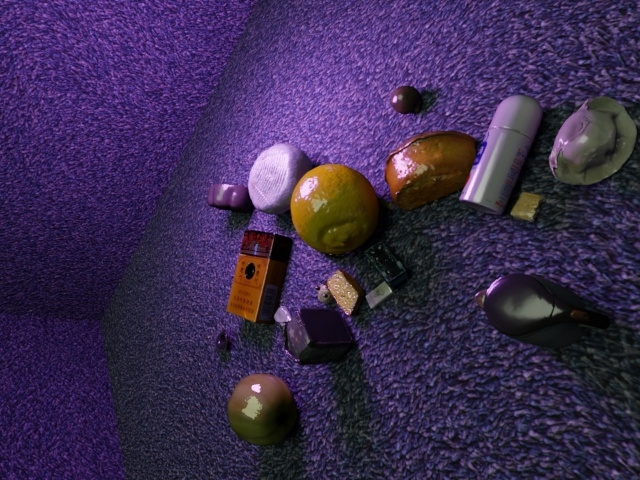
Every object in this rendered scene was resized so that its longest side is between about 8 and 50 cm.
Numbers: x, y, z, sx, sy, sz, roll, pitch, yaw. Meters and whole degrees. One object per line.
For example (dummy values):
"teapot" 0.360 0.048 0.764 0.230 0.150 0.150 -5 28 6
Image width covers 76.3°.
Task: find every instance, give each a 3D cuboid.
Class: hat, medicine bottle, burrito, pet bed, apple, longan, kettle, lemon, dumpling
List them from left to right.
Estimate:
"hat" -0.481 0.505 2.055 0.121 0.051 0.121 -27 55 45
"apple" -0.232 0.664 1.613 0.279 0.279 0.278 -18 64 42
"burrito" -0.157 0.340 1.772 0.074 0.044 0.118 -59 41 10
"pet bed" -0.016 0.361 1.496 0.159 0.211 0.183 -57 44 31
"hat" 0.017 0.209 1.624 0.076 0.059 0.077 -48 52 31
"lemon" 0.051 -0.119 1.507 0.348 0.348 0.347 -18 64 42
"longan" 0.325 -0.523 1.524 0.119 0.106 0.106 34 105 7
"medicine bottle" 0.529 -0.253 1.182 0.130 0.130 0.340 27 97 48
"kettle" 0.528 0.165 0.952 0.241 0.256 0.165 3 77 47
"dumpling" 0.695 -0.249 1.029 0.173 0.142 0.246 28 91 12

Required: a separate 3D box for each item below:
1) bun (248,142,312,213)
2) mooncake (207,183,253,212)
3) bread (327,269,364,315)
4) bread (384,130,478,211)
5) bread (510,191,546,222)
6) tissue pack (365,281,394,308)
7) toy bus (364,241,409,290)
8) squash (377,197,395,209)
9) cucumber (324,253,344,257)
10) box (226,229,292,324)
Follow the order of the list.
"bun" -0.183 -0.279 1.899 0.355 0.194 0.353 -14 69 41
"mooncake" -0.475 -0.225 2.167 0.245 0.245 0.133 6 86 48
"bread" 0.099 0.195 1.538 0.103 0.066 0.187 -55 43 16
"bread" 0.336 -0.236 1.345 0.340 0.179 0.194 -24 61 40
"bread" 0.582 -0.096 1.146 0.070 0.035 0.083 22 87 48
"tissue pack" 0.211 0.193 1.448 0.108 0.023 0.056 -45 49 26
"toy bus" 0.229 0.089 1.412 0.079 0.091 0.160 -34 49 -2
"squash" 0.240 -0.139 1.526 0.083 0.028 0.027 32 100 48
"cucumber" -0.002 0.001 1.702 0.300 0.072 0.072 39 106 46
"box" -0.292 0.162 1.923 0.265 0.116 0.414 7 83 49
